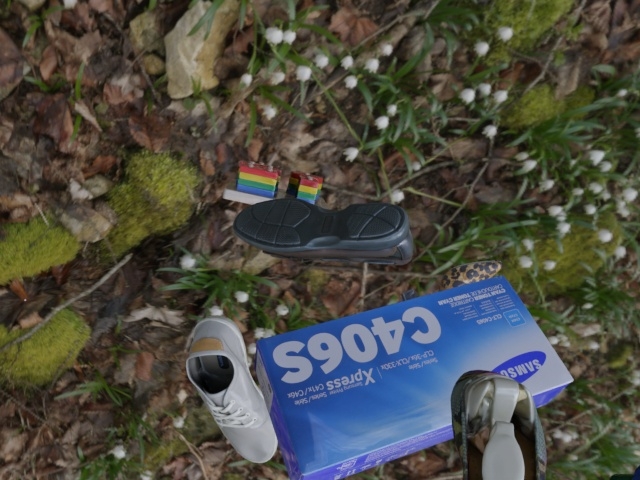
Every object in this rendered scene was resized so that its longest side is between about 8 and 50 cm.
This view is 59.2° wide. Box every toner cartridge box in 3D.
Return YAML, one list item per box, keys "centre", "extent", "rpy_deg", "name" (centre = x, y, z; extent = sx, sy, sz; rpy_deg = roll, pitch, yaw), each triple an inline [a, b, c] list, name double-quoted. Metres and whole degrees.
- centre: [0.109, 0.162, 0.687]
  extent: [0.348, 0.075, 0.165]
  rpy_deg: [-13, 56, -18]
  name: "toner cartridge box"

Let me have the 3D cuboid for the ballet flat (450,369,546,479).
- centre: [0.142, 0.161, 0.442]
  extent: [0.221, 0.077, 0.079]
  rpy_deg: [-68, 156, -58]
  name: "ballet flat"

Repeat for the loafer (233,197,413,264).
- centre: [0.000, 0.000, 0.793]
  extent: [0.096, 0.268, 0.084]
  rpy_deg: [-65, 145, -34]
  name: "loafer"

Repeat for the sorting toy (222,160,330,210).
- centre: [-0.104, -0.139, 1.438]
  extent: [0.257, 0.255, 0.089]
  rpy_deg: [11, 100, -7]
  name: "sorting toy"

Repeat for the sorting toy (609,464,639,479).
- centre: [0.385, 0.247, 0.478]
  extent: [0.366, 0.126, 0.127]
  rpy_deg: [22, 62, -18]
  name: "sorting toy"

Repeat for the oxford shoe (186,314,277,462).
- centre: [-0.222, 0.397, 1.393]
  extent: [0.169, 0.130, 0.449]
  rpy_deg: [-8, 116, 12]
  name: "oxford shoe"

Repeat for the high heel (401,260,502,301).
- centre: [0.322, 0.164, 1.304]
  extent: [0.093, 0.261, 0.186]
  rpy_deg: [30, 40, -48]
  name: "high heel"
